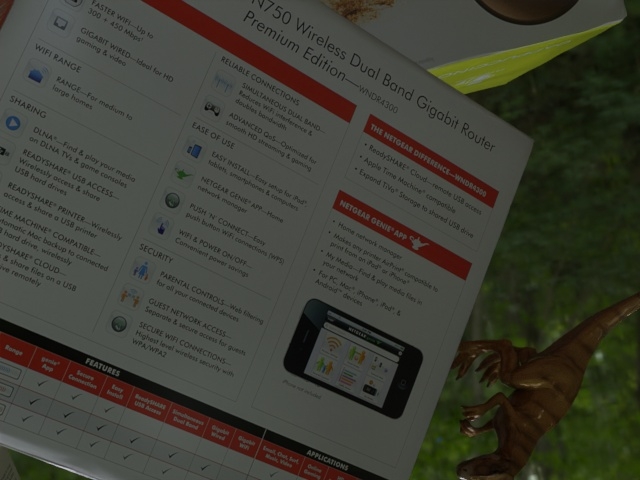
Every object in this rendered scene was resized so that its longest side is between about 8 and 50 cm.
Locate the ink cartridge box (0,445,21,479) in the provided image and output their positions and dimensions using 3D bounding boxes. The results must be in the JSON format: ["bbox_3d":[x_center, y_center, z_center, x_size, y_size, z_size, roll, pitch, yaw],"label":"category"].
[{"bbox_3d":[-0.275,0.311,0.877,0.100,0.237,0.172,-17,-165,4],"label":"ink cartridge box"}]

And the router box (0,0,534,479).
[{"bbox_3d":[-0.063,0.001,0.645,0.082,0.335,0.301,1,-115,61],"label":"router box"}]

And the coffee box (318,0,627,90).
[{"bbox_3d":[0.064,-0.312,1.144,0.337,0.334,0.338,-15,-179,-10],"label":"coffee box"}]

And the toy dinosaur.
[{"bbox_3d":[0.156,0.092,0.749,0.112,0.064,0.211,20,-120,44],"label":"toy dinosaur"}]
